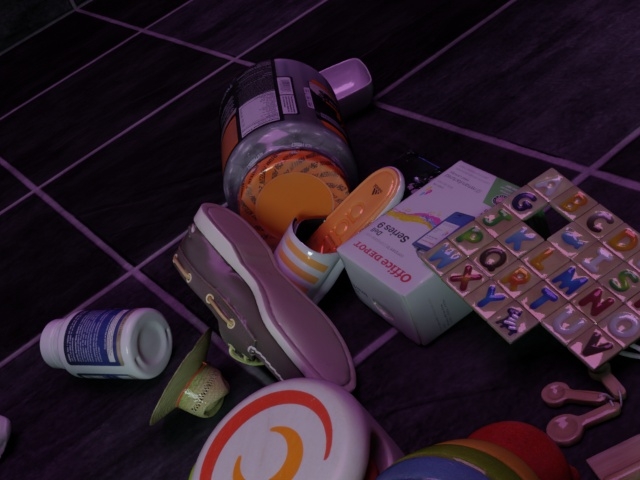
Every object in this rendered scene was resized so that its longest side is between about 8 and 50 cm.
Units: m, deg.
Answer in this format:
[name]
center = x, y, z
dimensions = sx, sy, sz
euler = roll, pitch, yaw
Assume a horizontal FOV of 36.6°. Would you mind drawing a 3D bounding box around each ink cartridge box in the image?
[ink cartridge box]
center = 0.151, 0.011, 1.185
dimensions = 0.212, 0.093, 0.154
euler = -36, 35, -13

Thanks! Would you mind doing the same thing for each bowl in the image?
[bowl]
center = 0.024, -0.251, 1.684
dimensions = 0.142, 0.053, 0.142
euler = -24, 33, 2

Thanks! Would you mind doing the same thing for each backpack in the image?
[backpack]
center = 0.114, -0.050, 1.304
dimensions = 0.114, 0.084, 0.105
euler = -36, 34, -8

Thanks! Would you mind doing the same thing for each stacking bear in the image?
[stacking bear]
center = 0.119, 0.236, 0.781
dimensions = 0.175, 0.164, 0.289
euler = 8, 15, 30

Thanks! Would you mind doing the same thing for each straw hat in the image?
[straw hat]
center = -0.144, 0.180, 1.167
dimensions = 0.061, 0.144, 0.144
euler = 30, 50, 4

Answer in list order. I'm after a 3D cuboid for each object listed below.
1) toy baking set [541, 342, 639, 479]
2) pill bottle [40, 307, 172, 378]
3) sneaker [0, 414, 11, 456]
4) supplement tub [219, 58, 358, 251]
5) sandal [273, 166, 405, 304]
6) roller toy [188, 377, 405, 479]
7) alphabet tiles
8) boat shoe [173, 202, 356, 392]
[toy baking set]
center = 0.328, 0.136, 0.942
dimensions = 0.256, 0.030, 0.197
euler = -40, 35, -21
[pill bottle]
center = -0.292, 0.138, 1.301
dimensions = 0.169, 0.094, 0.094
euler = -4, 38, 30
[sneaker]
center = -0.520, 0.276, 1.261
dimensions = 0.235, 0.094, 0.090
euler = -23, 31, 2
[supplement tub]
center = -0.050, -0.125, 1.423
dimensions = 0.194, 0.193, 0.316
euler = -21, 33, 7
[sandal]
center = -0.004, -0.006, 1.254
dimensions = 0.265, 0.076, 0.102
euler = -50, 37, 8
[roller toy]
center = -0.011, 0.243, 0.913
dimensions = 0.191, 0.146, 0.209
euler = -39, 36, -2
[alphabet tiles]
center = 0.256, 0.033, 1.049
dimensions = 0.198, 0.009, 0.237
euler = -33, 49, -13
[boat shoe]
center = -0.076, 0.090, 1.174
dimensions = 0.096, 0.117, 0.324
euler = -52, 57, 19
